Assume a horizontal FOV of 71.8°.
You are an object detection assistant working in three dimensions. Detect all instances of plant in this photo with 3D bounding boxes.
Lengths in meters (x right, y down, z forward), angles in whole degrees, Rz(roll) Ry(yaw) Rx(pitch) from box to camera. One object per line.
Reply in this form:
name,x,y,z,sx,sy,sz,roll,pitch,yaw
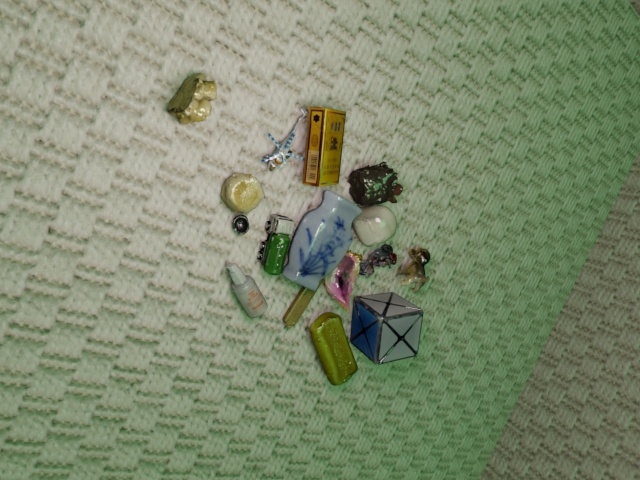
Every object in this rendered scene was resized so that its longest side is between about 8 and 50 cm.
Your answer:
plant,0.249,-0.244,1.942,0.233,0.178,0.204,-9,107,-19

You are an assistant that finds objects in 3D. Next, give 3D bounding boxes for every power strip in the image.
power strip,-0.082,0.268,2.001,0.064,0.044,0.305,34,86,-32

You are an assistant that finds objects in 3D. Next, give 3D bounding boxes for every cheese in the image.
cheese,0.253,-0.073,2.005,0.198,0.189,0.154,59,43,-29

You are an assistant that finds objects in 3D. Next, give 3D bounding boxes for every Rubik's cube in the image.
Rubik's cube,0.316,0.419,2.137,0.254,0.260,0.259,-5,110,-26

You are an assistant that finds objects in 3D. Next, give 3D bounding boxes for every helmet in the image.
helmet,-0.319,-0.069,1.765,0.065,0.049,0.084,-8,107,-16

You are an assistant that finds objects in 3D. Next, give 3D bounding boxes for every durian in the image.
durian,0.100,0.159,2.020,0.186,0.154,0.261,25,99,-9

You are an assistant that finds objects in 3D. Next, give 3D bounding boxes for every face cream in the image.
face cream,-0.311,0.196,1.820,0.101,0.101,0.252,-32,118,-16

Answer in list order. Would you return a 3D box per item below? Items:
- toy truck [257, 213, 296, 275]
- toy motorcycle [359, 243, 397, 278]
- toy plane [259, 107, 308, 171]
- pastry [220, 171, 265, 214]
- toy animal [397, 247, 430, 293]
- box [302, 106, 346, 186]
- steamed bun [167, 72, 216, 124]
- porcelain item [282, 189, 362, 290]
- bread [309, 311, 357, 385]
toy truck,-0.180,0.018,1.823,0.101,0.125,0.243,10,99,-29
toy motorcycle,0.277,0.107,2.100,0.213,0.122,0.082,-37,133,-12
toy plane,-0.138,-0.397,1.750,0.181,0.107,0.273,13,84,-23
pastry,-0.303,-0.184,1.715,0.165,0.088,0.166,-9,110,-26
toy animal,0.470,0.144,2.192,0.121,0.233,0.168,36,127,-21
box,0.016,-0.375,1.779,0.193,0.084,0.302,-22,121,-62
steamed bun,-0.424,-0.480,1.519,0.106,0.177,0.192,33,74,-41
porcelain item,0.000,0.000,1.883,0.242,0.178,0.405,28,93,-33
bread,0.057,0.513,2.109,0.166,0.112,0.384,-29,116,-20
